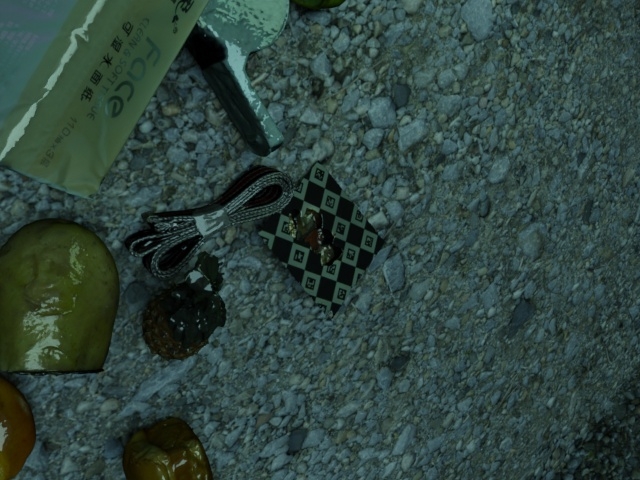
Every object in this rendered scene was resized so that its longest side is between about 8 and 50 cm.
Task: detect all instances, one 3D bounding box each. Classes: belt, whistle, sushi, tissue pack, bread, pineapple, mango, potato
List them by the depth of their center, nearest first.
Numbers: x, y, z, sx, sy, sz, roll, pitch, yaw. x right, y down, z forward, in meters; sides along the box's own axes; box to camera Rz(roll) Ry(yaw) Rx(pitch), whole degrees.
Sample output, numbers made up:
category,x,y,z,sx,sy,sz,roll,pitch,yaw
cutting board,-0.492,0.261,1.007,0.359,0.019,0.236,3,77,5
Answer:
category,x,y,z,sx,sy,sz,roll,pitch,yaw
tissue pack,-0.398,-0.314,0.689,0.405,0.331,0.205,-61,164,-4
potato,-0.461,0.096,0.823,0.229,0.229,0.266,12,79,-31
mango,-0.591,0.321,0.840,0.141,0.102,0.217,-17,106,-1
pineapple,-0.241,0.118,0.880,0.141,0.310,0.170,20,56,-19
whistle,-0.173,-0.361,0.895,0.188,0.168,0.405,-7,103,-29
belt,-0.216,-0.049,0.977,0.359,0.094,0.126,-29,111,-21
bread,-0.295,0.554,1.000,0.148,0.195,0.344,-22,107,-30
sushi,0.000,0.000,1.135,0.290,0.050,0.264,50,61,-25

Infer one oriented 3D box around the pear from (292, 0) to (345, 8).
category,x,y,z,sx,sy,sz,roll,pitch,yaw
pear,-0.009,-0.582,0.904,0.255,0.238,0.164,41,73,-27
